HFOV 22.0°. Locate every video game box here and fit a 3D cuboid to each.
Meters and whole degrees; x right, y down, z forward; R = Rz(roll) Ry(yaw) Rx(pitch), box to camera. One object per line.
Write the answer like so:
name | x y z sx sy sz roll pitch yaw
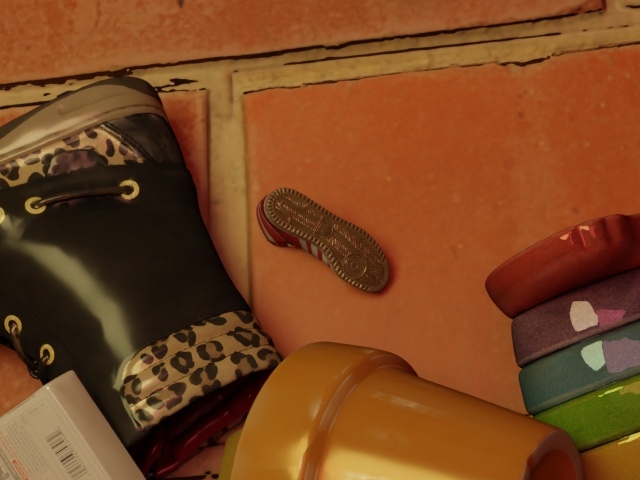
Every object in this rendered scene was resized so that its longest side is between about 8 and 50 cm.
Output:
video game box | -0.195 0.226 1.186 0.187 0.048 0.205 -33 90 22

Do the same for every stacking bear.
stacking bear | 0.236 0.135 1.156 0.175 0.164 0.289 -11 77 -38

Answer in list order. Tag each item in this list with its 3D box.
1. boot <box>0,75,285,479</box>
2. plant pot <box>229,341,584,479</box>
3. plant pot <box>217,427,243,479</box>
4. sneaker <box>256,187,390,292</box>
boot | -0.232 0.073 1.271 0.377 0.138 0.284 -30 69 -7
plant pot | 0.070 0.180 1.115 0.187 0.205 0.205 5 72 30
plant pot | -0.030 0.178 1.227 0.083 0.081 0.081 4 72 22
sneaker | 0.000 0.000 1.306 0.118 0.067 0.042 38 77 -11
